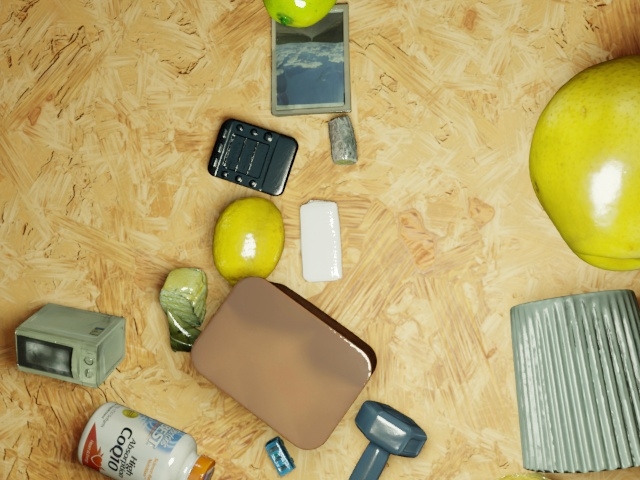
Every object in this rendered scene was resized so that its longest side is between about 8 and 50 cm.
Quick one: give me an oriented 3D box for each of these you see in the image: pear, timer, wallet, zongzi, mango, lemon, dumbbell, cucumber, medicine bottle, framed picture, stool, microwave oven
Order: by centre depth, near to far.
[{"bbox_3d":[0.593,-0.154,1.682,0.363,0.362,0.418,8,83,11],"label":"pear"},{"bbox_3d":[0.532,0.278,1.707,0.297,0.297,0.329,-8,81,10],"label":"stool"},{"bbox_3d":[0.096,0.512,1.837,0.157,0.143,0.316,28,91,11],"label":"dumbbell"},{"bbox_3d":[-0.161,0.005,1.906,0.170,0.170,0.207,7,82,11],"label":"lemon"},{"bbox_3d":[-0.386,0.485,1.921,0.289,0.157,0.156,20,90,11],"label":"medicine bottle"},{"bbox_3d":[-0.045,-0.645,1.930,0.193,0.156,0.342,-3,77,2],"label":"mango"},{"bbox_3d":[0.051,-0.228,1.934,0.064,0.064,0.111,-8,82,10],"label":"cucumber"},{"bbox_3d":[0.000,0.000,1.944,0.095,0.033,0.189,-5,86,9],"label":"wallet"},{"bbox_3d":[-0.298,0.206,1.959,0.104,0.052,0.113,0,116,5],"label":"zongzi"},{"bbox_3d":[-0.573,0.244,1.966,0.205,0.163,0.129,11,112,12],"label":"microwave oven"},{"bbox_3d":[-0.156,-0.193,1.976,0.188,0.055,0.144,19,92,7],"label":"timer"},{"bbox_3d":[-0.023,-0.419,1.982,0.189,0.023,0.259,-1,86,8],"label":"framed picture"}]

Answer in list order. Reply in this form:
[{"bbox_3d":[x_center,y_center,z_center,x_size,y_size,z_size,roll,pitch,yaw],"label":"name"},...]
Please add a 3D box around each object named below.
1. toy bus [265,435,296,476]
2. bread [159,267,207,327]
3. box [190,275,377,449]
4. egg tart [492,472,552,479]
[{"bbox_3d":[-0.092,0.487,1.922,0.038,0.046,0.083,-30,83,7],"label":"toy bus"},{"bbox_3d":[-0.309,0.120,1.965,0.103,0.156,0.110,13,56,4],"label":"bread"},{"bbox_3d":[-0.064,0.252,1.839,0.339,0.229,0.239,35,94,10],"label":"box"},{"bbox_3d":[0.431,0.637,1.777,0.319,0.128,0.318,-1,85,9],"label":"egg tart"}]
